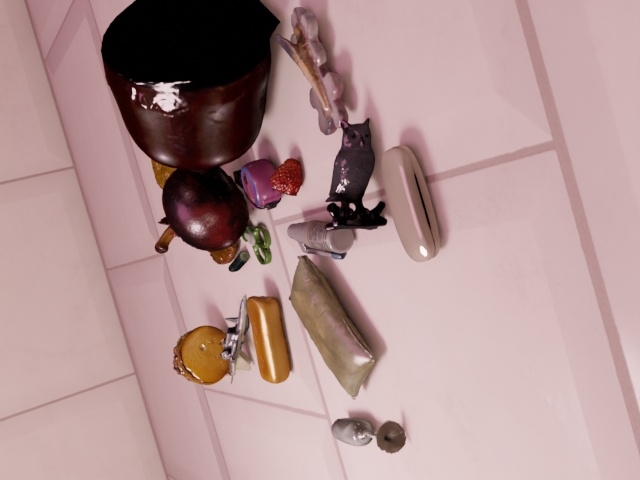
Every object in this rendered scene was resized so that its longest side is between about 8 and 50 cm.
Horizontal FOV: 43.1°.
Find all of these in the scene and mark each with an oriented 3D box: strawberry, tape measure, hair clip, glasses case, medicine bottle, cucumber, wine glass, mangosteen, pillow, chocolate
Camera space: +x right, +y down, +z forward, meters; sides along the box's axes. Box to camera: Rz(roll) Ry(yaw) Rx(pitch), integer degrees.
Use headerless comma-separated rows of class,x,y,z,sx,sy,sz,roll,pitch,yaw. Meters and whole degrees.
strawberry,-0.070,-0.138,1.766,0.073,0.073,0.083,51,129,37
tape measure,-0.139,-0.131,1.893,0.125,0.074,0.118,25,132,62
hair clip,-0.013,-0.324,1.548,0.257,0.075,0.146,63,155,5
glasses case,0.154,-0.063,1.393,0.081,0.051,0.204,-8,98,64
medicine bottle,0.000,0.000,1.725,0.221,0.061,0.092,11,133,61
cucumber,-0.226,0.063,2.218,0.032,0.032,0.133,68,152,11
wine glass,0.095,0.422,1.778,0.262,0.074,0.074,-19,88,65
mangosteen,-0.313,-0.063,2.021,0.235,0.261,0.235,53,-179,-1
pillow,0.017,0.185,1.777,0.302,0.075,0.185,56,151,26
chocolate,-0.260,-0.324,1.761,0.383,0.384,0.331,49,161,39

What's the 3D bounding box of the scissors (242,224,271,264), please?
scissors,-0.186,-0.015,2.100,0.204,0.027,0.101,37,133,47

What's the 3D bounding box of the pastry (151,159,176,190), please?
pastry,-0.378,-0.224,2.229,0.235,0.132,0.240,40,139,49

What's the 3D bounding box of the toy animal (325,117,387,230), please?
toy animal,0.061,-0.122,1.512,0.117,0.121,0.210,-166,77,-66

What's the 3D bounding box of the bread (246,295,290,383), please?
bread,-0.130,0.250,2.098,0.093,0.074,0.239,13,117,54

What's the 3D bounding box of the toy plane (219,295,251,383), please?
toy plane,-0.245,0.274,2.322,0.192,0.088,0.261,-99,8,-66

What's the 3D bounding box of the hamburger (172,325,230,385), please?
hamburger,-0.358,0.354,2.463,0.181,0.191,0.118,60,154,9

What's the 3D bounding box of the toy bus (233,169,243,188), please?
toy bus,-0.182,-0.143,2.014,0.110,0.031,0.043,39,141,50

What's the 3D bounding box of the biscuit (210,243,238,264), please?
biscuit,-0.290,-0.020,2.273,0.229,0.031,0.176,13,110,61
